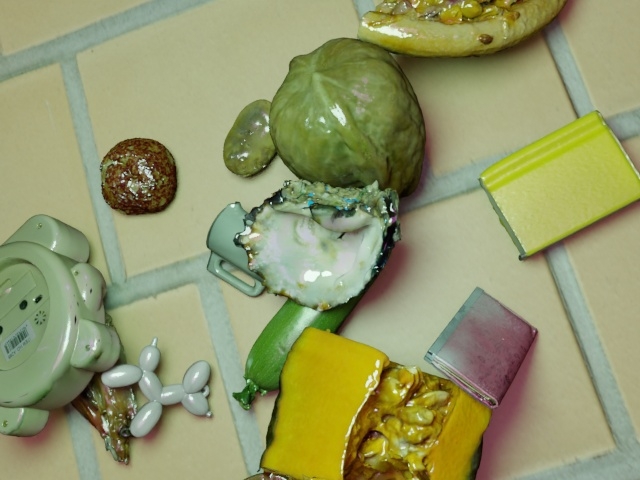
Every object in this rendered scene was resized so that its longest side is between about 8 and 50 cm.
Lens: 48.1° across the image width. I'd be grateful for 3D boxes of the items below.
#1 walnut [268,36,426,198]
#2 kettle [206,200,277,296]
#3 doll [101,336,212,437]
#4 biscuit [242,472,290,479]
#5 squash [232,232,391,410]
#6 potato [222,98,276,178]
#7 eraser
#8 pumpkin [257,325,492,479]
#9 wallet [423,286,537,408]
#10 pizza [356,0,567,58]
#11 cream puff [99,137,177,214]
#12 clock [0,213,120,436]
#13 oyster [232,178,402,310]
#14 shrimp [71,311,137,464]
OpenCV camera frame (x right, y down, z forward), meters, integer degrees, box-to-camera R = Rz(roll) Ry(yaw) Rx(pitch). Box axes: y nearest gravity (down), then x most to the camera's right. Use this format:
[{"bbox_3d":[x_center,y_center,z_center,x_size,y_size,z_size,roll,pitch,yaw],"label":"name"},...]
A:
[{"bbox_3d":[0.045,-0.174,1.113,0.227,0.283,0.283,-35,76,4],"label":"walnut"},{"bbox_3d":[-0.109,0.019,1.202,0.148,0.127,0.098,27,54,16],"label":"kettle"},{"bbox_3d":[-0.255,0.241,1.176,0.160,0.059,0.161,-31,90,-16],"label":"doll"},{"bbox_3d":[-0.096,0.463,1.134,0.208,0.049,0.181,-27,77,5],"label":"biscuit"},{"bbox_3d":[-0.011,0.118,1.155,0.101,0.101,0.379,40,89,14],"label":"squash"},{"bbox_3d":[-0.115,-0.174,1.238,0.091,0.070,0.138,30,85,19],"label":"potato"},{"bbox_3d":[0.380,-0.087,1.136,0.226,0.069,0.158,-27,76,4],"label":"eraser"},{"bbox_3d":[0.078,0.272,1.033,0.303,0.256,0.225,26,75,-17],"label":"pumpkin"},{"bbox_3d":[0.242,0.150,1.053,0.119,0.232,0.025,36,123,14],"label":"wallet"},{"bbox_3d":[0.229,-0.399,1.155,0.409,0.114,0.278,-15,54,-15],"label":"pizza"},{"bbox_3d":[-0.325,-0.113,1.258,0.149,0.084,0.149,-2,78,11],"label":"cream puff"},{"bbox_3d":[-0.475,0.140,1.185,0.284,0.114,0.309,-41,60,5],"label":"clock"},{"bbox_3d":[0.002,-0.004,1.051,0.259,0.092,0.198,-31,103,37],"label":"oyster"},{"bbox_3d":[-0.386,0.245,1.223,0.154,0.062,0.294,-30,72,15],"label":"shrimp"}]
